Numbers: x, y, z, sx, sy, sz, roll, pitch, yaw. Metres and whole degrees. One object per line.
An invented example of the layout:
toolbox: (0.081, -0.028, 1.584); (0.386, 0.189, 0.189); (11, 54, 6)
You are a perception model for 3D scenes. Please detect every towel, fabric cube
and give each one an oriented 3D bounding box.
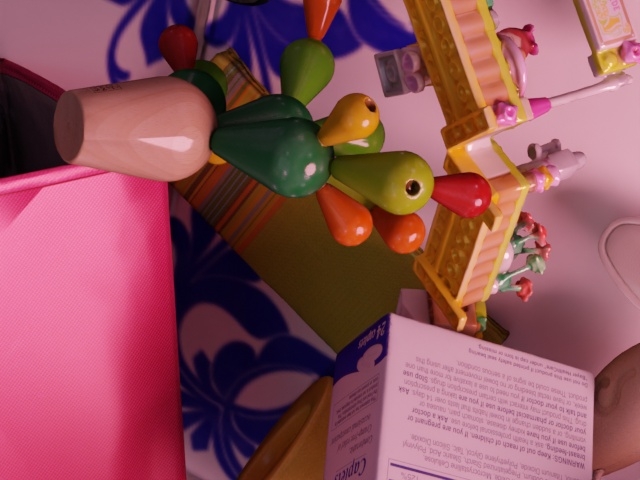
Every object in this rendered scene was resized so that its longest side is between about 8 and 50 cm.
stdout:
towel: (0.000, 0.000, 0.941); (0.237, 0.021, 0.102); (46, 130, 5)
fabric cube: (-0.242, 0.060, 0.905); (0.259, 0.254, 0.258); (28, 125, 55)

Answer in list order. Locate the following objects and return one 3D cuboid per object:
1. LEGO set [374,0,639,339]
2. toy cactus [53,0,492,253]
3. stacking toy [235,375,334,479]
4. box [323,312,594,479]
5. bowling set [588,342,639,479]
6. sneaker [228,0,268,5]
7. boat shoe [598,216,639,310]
LEGO set: (0.097, -0.059, 0.817); (0.132, 0.107, 0.287); (24, 128, 59)
toy cactus: (-0.036, -0.060, 0.763); (0.219, 0.180, 0.112); (43, 125, 45)
stacking toy: (-0.053, 0.265, 0.943); (0.130, 0.279, 0.309); (36, 126, -6)
box: (0.069, 0.124, 0.814); (0.126, 0.137, 0.072); (17, 151, -19)
bowling set: (0.214, 0.212, 0.819); (0.200, 0.287, 0.154); (21, 135, -19)
sneaker: (-0.024, -0.219, 0.818); (0.086, 0.163, 0.226); (27, 168, -10)
boat shoe: (0.200, 0.032, 0.823); (0.125, 0.038, 0.046); (32, 92, 13)
